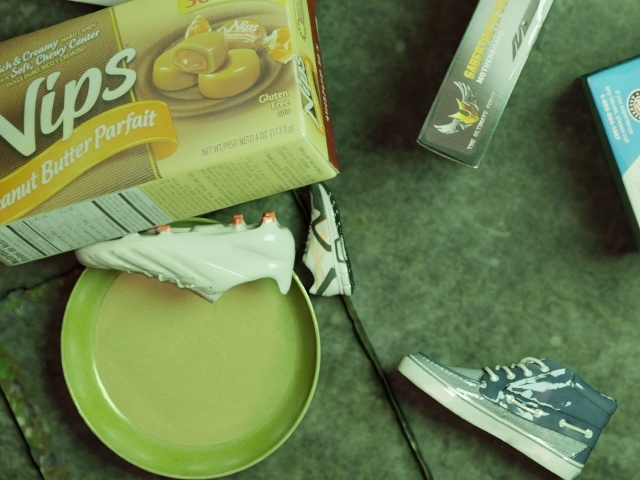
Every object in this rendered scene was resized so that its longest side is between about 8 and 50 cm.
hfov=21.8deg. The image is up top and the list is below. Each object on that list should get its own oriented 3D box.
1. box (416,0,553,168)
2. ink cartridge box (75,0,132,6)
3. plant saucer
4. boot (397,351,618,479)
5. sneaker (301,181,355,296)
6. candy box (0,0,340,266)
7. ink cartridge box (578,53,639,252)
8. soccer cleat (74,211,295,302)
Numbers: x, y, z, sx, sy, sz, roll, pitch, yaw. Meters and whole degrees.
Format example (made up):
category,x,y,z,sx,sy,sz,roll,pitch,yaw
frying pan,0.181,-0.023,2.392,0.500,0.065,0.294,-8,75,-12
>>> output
category,x,y,z,sx,sy,sz,roll,pitch,yaw
box,0.155,-0.178,1.388,0.056,0.183,0.231,25,98,3
ink cartridge box,-0.134,-0.290,1.383,0.239,0.275,0.060,8,61,-10
plant saucer,-0.117,0.097,1.522,0.241,0.037,0.241,1,96,7
boot,0.167,0.131,1.481,0.190,0.069,0.086,31,91,-5
sneaker,0.000,0.000,1.496,0.043,0.040,0.109,-10,94,10
candy box,-0.153,-0.109,1.425,0.316,0.087,0.183,-15,62,16
ink cartridge box,0.354,-0.097,1.377,0.232,0.168,0.171,-20,92,8
soccer cleat,-0.120,0.020,1.464,0.196,0.068,0.076,-4,98,5
